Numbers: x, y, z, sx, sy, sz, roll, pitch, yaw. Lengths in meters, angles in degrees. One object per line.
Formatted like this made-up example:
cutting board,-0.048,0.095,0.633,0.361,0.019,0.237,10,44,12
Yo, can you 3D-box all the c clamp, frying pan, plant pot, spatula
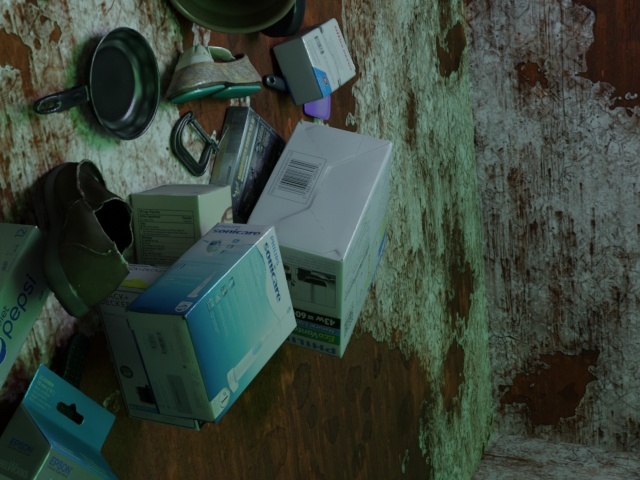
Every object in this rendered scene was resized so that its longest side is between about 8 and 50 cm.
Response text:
c clamp,-0.247,-0.203,2.056,0.160,0.022,0.137,45,58,-59
frying pan,-0.374,-0.234,1.750,0.326,0.053,0.197,-57,142,-42
plant pot,-0.164,-0.565,1.963,0.263,0.263,0.229,65,19,-44
spatula,-0.053,-0.351,2.420,0.296,0.030,0.084,11,83,-64

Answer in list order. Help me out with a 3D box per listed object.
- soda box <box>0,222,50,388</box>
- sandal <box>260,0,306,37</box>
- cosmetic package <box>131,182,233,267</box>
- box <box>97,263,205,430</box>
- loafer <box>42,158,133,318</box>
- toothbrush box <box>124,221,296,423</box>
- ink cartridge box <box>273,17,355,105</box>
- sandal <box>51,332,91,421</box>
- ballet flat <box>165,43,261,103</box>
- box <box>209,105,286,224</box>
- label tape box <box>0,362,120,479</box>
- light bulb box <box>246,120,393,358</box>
soda box,-0.490,0.114,1.507,0.098,0.091,0.286,62,40,-50
sandal,-0.102,-0.653,2.147,0.107,0.167,0.445,-12,104,-45
cosmetic package,-0.251,0.047,1.927,0.129,0.153,0.296,-28,119,-62
box,-0.292,0.189,1.842,0.087,0.169,0.290,-44,133,-51
loafer,-0.344,-0.018,1.591,0.366,0.130,0.134,-110,175,-53
toothbrush box,-0.175,0.131,1.738,0.295,0.126,0.216,-48,134,-48
ink cartridge box,-0.011,-0.419,2.394,0.203,0.086,0.148,-46,118,-57
sandal,-0.431,0.239,1.703,0.067,0.040,0.179,53,44,-51
ballet flat,-0.224,-0.330,2.018,0.316,0.107,0.106,-23,94,-67
box,-0.158,-0.146,2.198,0.183,0.056,0.231,38,60,-59
label tape box,-0.422,0.399,1.612,0.333,0.106,0.240,-65,148,-21
light bulb box,0.000,0.000,2.251,0.361,0.225,0.358,91,19,-51
